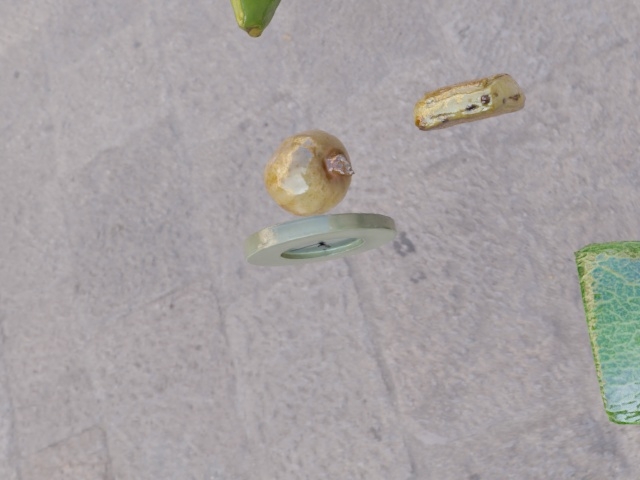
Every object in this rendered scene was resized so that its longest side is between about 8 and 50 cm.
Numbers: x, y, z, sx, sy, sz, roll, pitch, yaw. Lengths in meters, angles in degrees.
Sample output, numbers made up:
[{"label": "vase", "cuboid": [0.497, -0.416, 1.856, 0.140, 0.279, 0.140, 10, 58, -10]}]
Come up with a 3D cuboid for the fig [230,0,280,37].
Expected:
[{"label": "fig", "cuboid": [-0.059, -0.367, 0.808, 0.206, 0.206, 0.275, 35, 135, 32]}]

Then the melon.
[{"label": "melon", "cuboid": [0.654, 0.154, 1.279, 0.344, 0.226, 0.331, -12, 63, 17]}]

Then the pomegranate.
[{"label": "pomegranate", "cuboid": [-0.029, -0.155, 1.651, 0.207, 0.207, 0.207, -7, 77, 31]}]

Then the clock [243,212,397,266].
[{"label": "clock", "cuboid": [0.000, 0.000, 1.102, 0.235, 0.235, 0.029, -16, 77, 29]}]

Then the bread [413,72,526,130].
[{"label": "bread", "cuboid": [0.342, -0.320, 1.640, 0.210, 0.235, 0.099, -9, 96, 38]}]
